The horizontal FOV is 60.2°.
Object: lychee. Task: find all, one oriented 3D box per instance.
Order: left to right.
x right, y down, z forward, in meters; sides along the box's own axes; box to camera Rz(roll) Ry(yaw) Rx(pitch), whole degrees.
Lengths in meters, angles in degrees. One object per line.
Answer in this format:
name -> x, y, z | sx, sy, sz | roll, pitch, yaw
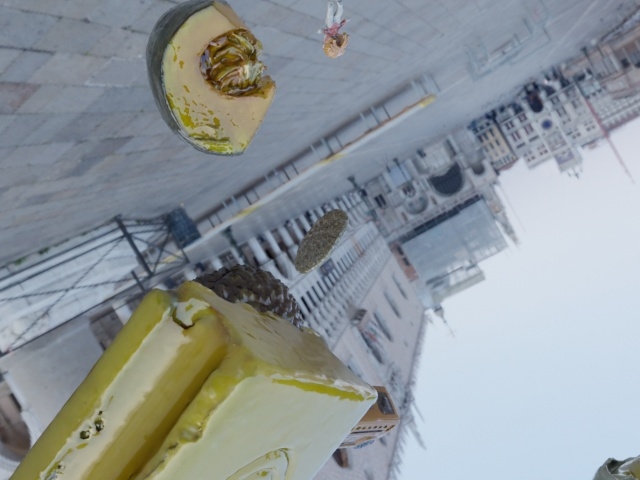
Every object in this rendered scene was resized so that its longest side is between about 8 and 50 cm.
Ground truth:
lychee -> -0.146, 0.170, 0.922 | 0.268, 0.267, 0.267 | -30, -178, 1

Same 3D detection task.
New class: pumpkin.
pumpkin -> -0.226, -0.333, 1.142 | 0.256, 0.303, 0.225 | -35, -156, 2

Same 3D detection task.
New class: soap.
soap -> -0.119, 0.197, 0.406 | 0.324, 0.096, 0.204 | -52, 145, 3

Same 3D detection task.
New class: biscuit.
biscuit -> 0.000, 0.000, 0.834 | 0.120, 0.015, 0.120 | -42, -155, 25

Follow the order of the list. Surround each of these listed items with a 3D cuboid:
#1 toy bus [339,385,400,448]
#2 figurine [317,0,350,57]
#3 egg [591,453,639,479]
toy bus -> 0.030, 0.260, 0.826 | 0.088, 0.083, 0.195 | -41, 145, 26
figurine -> 0.023, -0.355, 0.933 | 0.064, 0.047, 0.109 | -24, 156, -12
egg -> 0.459, 0.418, 0.634 | 0.279, 0.335, 0.278 | -7, 160, -3
